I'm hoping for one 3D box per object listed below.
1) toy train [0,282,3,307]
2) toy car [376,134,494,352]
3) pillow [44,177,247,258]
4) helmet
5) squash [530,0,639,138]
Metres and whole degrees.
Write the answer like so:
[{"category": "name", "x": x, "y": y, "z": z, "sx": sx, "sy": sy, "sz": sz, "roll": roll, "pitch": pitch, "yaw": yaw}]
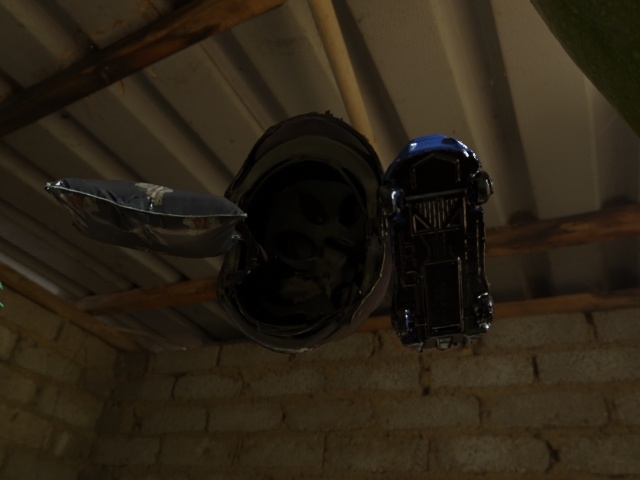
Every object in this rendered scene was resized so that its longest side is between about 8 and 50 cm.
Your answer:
[{"category": "toy train", "x": -0.390, "y": 0.030, "z": 0.538, "sx": 0.071, "sy": 0.111, "sz": 0.170, "roll": -23, "pitch": -22, "yaw": -18}, {"category": "toy car", "x": 0.109, "y": 0.006, "z": 0.499, "sx": 0.103, "sy": 0.063, "sz": 0.216, "roll": -8, "pitch": -72, "yaw": -1}, {"category": "pillow", "x": -0.139, "y": -0.016, "z": 0.432, "sx": 0.150, "sy": 0.048, "sz": 0.090, "roll": 8, "pitch": -34, "yaw": -12}, {"category": "helmet", "x": 0.000, "y": 0.000, "z": 0.703, "sx": 0.225, "sy": 0.305, "sz": 0.177, "roll": 11, "pitch": -6, "yaw": 26}, {"category": "squash", "x": 0.430, "y": -0.259, "z": 0.580, "sx": 0.263, "sy": 0.384, "sz": 0.263, "roll": -9, "pitch": -36, "yaw": -7}]
